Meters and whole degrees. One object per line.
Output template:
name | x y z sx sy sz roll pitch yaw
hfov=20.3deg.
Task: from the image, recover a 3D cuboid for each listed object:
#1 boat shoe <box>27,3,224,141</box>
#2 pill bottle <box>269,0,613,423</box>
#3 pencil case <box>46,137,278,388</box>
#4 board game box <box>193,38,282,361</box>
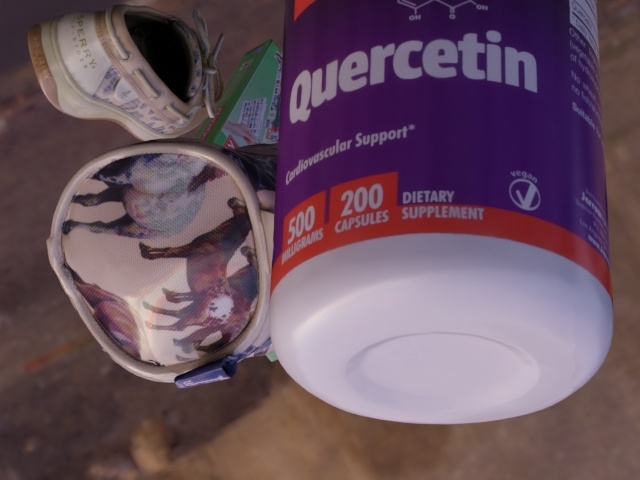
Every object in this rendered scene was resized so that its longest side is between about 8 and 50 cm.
boat shoe | -0.139 -0.145 1.506 0.089 0.104 0.285 -21 176 20
pill bottle | 0.066 -0.072 0.998 0.181 0.323 0.181 1 151 1
pencil case | 0.000 0.000 1.268 0.183 0.160 0.410 12 -170 29
board game box | -0.052 -0.050 1.930 0.046 0.213 0.317 -25 -156 33
